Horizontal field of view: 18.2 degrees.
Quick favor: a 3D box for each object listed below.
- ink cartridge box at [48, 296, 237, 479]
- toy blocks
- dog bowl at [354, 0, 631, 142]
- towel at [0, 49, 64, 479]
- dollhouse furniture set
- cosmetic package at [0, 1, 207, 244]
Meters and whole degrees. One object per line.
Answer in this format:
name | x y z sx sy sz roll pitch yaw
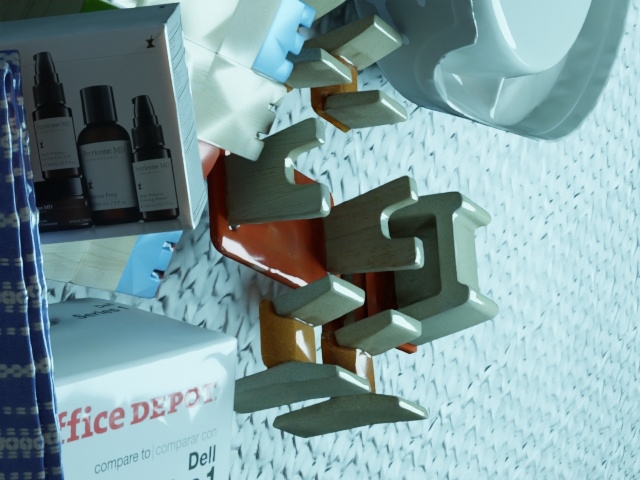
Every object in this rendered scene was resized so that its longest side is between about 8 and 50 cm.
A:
ink cartridge box | -0.155 0.187 1.109 0.201 0.117 0.278 -11 108 -54
toy blocks | -0.101 -0.121 1.095 0.381 0.190 0.261 -67 156 2
dog bowl | 0.125 -0.244 1.408 0.349 0.102 0.349 -15 107 -62
towel | -0.237 0.078 0.912 0.040 0.243 0.336 -95 -178 -68
dollhouse furniture set | 0.000 0.000 1.292 0.259 0.135 0.262 29 53 -55
cosmetic package | -0.178 -0.046 0.918 0.060 0.239 0.099 -77 160 -75
